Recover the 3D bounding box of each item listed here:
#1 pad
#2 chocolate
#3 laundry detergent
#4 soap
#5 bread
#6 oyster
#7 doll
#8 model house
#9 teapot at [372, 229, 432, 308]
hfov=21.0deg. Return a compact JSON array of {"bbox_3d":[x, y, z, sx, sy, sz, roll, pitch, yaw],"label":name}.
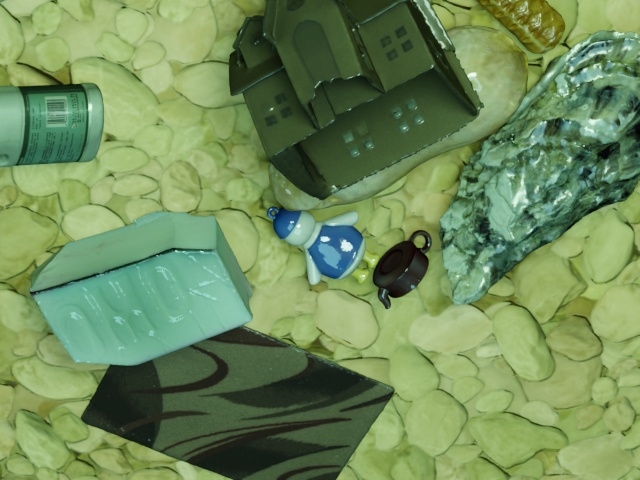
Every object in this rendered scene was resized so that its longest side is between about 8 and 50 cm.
[{"bbox_3d":[-0.102,0.202,2.113,0.330,0.004,0.220,23,118,-15],"label":"pad"},{"bbox_3d":[0.078,-0.132,1.851,0.309,0.134,0.134,-29,118,11],"label":"chocolate"},{"bbox_3d":[-0.346,-0.119,1.829,0.226,0.070,0.099,-6,145,-25],"label":"laundry detergent"},{"bbox_3d":[-0.209,0.061,1.972,0.230,0.091,0.145,-22,116,9],"label":"soap"},{"bbox_3d":[0.197,-0.256,1.826,0.157,0.044,0.052,38,119,-21],"label":"bread"},{"bbox_3d":[0.252,-0.072,1.888,0.162,0.158,0.351,40,96,4],"label":"oyster"},{"bbox_3d":[0.000,0.000,1.966,0.143,0.057,0.098,29,95,-17],"label":"doll"},{"bbox_3d":[0.003,-0.209,1.726,0.211,0.243,0.204,-28,152,10],"label":"model house"},{"bbox_3d":[0.098,0.033,1.987,0.045,0.068,0.100,41,78,-27],"label":"teapot"}]
